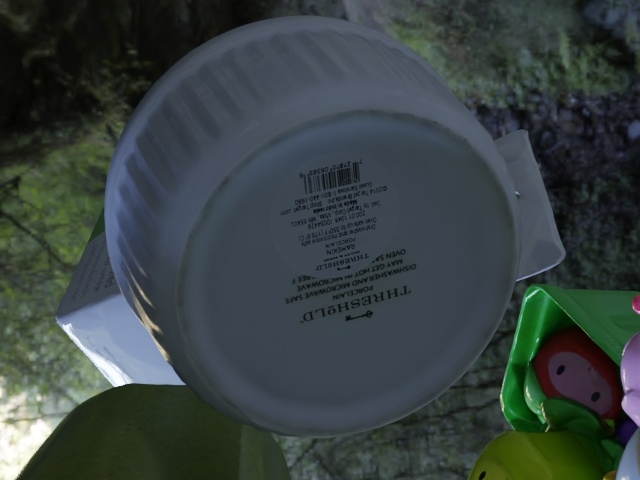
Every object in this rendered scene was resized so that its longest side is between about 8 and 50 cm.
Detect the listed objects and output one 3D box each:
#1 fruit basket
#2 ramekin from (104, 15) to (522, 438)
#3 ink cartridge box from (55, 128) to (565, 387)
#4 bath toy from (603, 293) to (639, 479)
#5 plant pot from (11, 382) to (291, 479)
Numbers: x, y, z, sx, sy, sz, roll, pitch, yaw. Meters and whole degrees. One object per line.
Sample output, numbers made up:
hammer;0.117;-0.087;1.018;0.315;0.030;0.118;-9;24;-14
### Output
fruit basket;0.318;0.261;1.068;0.392;0.392;0.283;-104;14;-53
ramekin;0.000;0.000;0.441;0.109;0.207;0.207;-126;32;-62
ink cartridge box;-0.009;-0.020;0.696;0.119;0.353;0.207;59;-161;-30
bath toy;0.248;0.107;0.557;0.129;0.151;0.348;-29;27;39
plant pot;-0.107;0.217;0.504;0.254;0.276;0.276;-95;4;-72
